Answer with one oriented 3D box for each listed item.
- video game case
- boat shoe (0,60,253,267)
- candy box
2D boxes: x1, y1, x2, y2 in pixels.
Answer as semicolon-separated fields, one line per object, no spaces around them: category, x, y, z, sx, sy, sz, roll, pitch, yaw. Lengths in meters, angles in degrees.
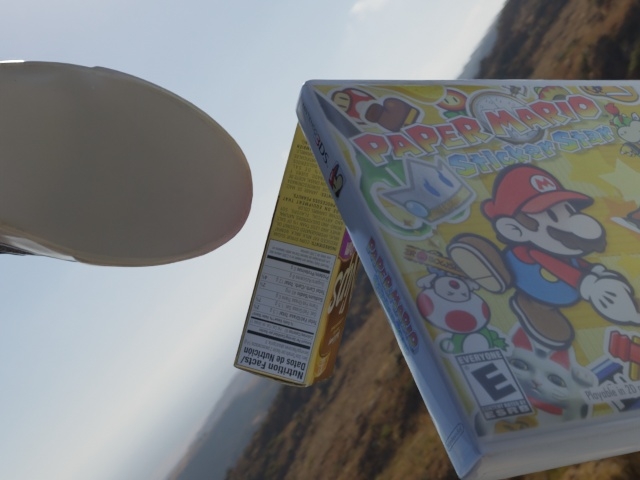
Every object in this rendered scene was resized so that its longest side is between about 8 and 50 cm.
video game case;0.123;-0.002;0.419;0.227;0.206;0.026;-4;-41;-23
boat shoe;-0.224;-0.054;0.599;0.158;0.341;0.127;-177;97;-71
candy box;0.000;0.000;0.611;0.109;0.053;0.186;28;-103;-80
